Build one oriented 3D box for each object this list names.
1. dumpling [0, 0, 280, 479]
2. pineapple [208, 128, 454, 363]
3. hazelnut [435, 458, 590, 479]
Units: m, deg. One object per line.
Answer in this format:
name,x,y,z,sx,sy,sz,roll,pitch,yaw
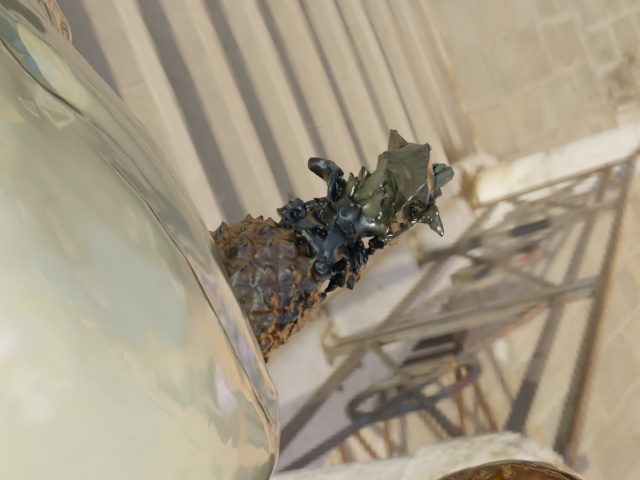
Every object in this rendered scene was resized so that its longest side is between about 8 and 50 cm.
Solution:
dumpling,-0.127,-0.009,0.463,0.395,0.233,0.316,-71,163,-74
pineapple,0.000,0.000,0.969,0.237,0.111,0.119,-36,63,-16
hazelnut,0.133,0.278,0.927,0.217,0.251,0.217,53,7,-9
